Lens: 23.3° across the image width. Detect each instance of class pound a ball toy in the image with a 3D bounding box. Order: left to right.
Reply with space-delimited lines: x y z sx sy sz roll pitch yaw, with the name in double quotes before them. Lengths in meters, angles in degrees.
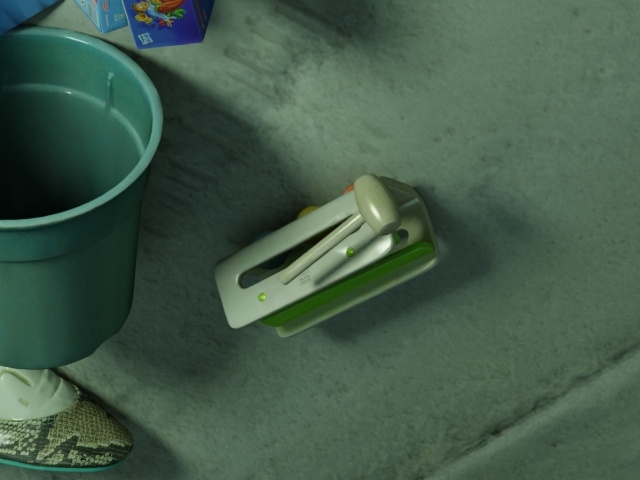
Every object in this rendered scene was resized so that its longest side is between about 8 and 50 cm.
"pound a ball toy" 0.000 0.000 2.007 0.319 0.135 0.208 -28 156 28

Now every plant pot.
"plant pot" -0.367 -0.032 1.952 0.341 0.341 0.334 8 137 2

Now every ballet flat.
"ballet flat" -0.520 0.238 2.304 0.483 0.164 0.182 4 114 8

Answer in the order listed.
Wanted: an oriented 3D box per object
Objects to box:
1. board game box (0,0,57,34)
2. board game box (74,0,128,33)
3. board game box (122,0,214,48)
"board game box" -0.392 -0.323 1.878 0.169 0.033 0.133 -31 134 3
"board game box" -0.275 -0.365 1.762 0.039 0.160 0.211 -21 134 -21
"board game box" -0.183 -0.414 1.651 0.078 0.233 0.347 -5 128 11
